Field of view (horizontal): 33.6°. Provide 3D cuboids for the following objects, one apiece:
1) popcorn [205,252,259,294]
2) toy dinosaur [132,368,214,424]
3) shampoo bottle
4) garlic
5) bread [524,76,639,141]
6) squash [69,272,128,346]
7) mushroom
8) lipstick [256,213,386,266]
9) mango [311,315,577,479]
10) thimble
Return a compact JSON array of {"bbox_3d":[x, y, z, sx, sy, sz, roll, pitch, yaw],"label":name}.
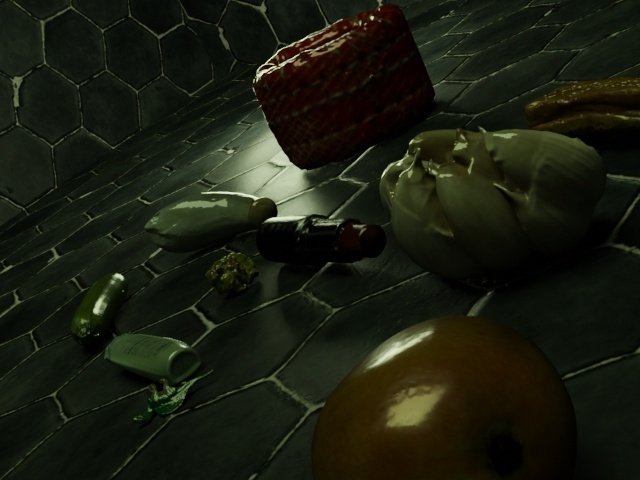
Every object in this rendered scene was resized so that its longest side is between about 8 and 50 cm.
[{"bbox_3d":[-0.141,0.052,1.690,0.083,0.060,0.068,-20,17,-3],"label":"popcorn"},{"bbox_3d":[-0.190,0.205,1.393,0.119,0.029,0.060,-22,33,0],"label":"toy dinosaur"},{"bbox_3d":[-0.244,0.168,1.528,0.072,0.049,0.212,-40,22,-25],"label":"shampoo bottle"},{"bbox_3d":[0.181,-0.045,1.258,0.281,0.203,0.185,12,75,49],"label":"garlic"},{"bbox_3d":[0.424,-0.189,1.491,0.139,0.077,0.271,-29,17,-37],"label":"bread"},{"bbox_3d":[-0.390,0.123,1.854,0.069,0.069,0.258,-24,17,12],"label":"squash"},{"bbox_3d":[-0.191,-0.046,1.984,0.270,0.103,0.118,-12,22,27],"label":"mushroom"},{"bbox_3d":[0.000,0.000,1.586,0.081,0.081,0.299,-37,19,-26],"label":"lipstick"},{"bbox_3d":[0.095,0.154,0.863,0.211,0.173,0.317,-33,5,1],"label":"mango"},{"bbox_3d":[0.048,-0.318,2.187,0.350,0.231,0.350,-25,15,7],"label":"thimble"}]
